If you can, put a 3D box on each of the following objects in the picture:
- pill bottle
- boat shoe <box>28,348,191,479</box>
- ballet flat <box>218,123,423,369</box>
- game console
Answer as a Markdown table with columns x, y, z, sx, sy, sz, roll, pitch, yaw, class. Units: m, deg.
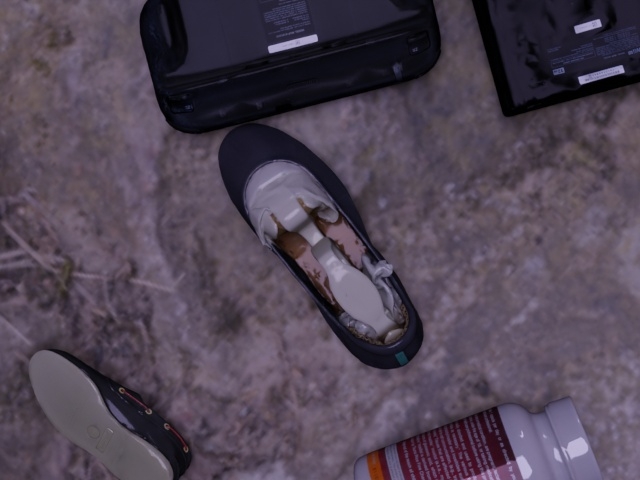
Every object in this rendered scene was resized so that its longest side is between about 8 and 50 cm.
| x | y | z | sx | sy | sz | roll | pitch | yaw | class |
| --- | --- | --- | --- | --- | --- | --- | --- | --- | --- |
| 0.105 | 0.159 | 0.969 | 0.152 | 0.086 | 0.086 | -21 | 86 | 5 | pill bottle |
| -0.147 | 0.123 | 1.021 | 0.133 | 0.042 | 0.049 | 41 | 118 | 7 | boat shoe |
| 0.000 | 0.000 | 0.994 | 0.074 | 0.074 | 0.203 | -37 | 84 | 4 | ballet flat |
| 0.053 | -0.176 | 1.001 | 0.361 | 0.044 | 0.213 | -14 | 86 | 2 | game console |
